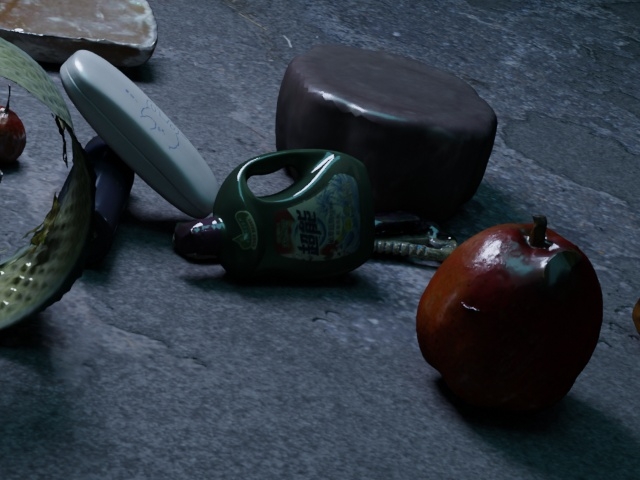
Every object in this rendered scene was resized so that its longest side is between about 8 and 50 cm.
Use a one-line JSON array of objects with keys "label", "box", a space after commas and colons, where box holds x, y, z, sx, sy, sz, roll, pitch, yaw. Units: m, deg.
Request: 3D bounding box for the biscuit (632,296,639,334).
[{"label": "biscuit", "box": [0.564, 0.122, 1.647, 0.342, 0.166, 0.395, 5, 23, -24]}]

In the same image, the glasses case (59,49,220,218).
[{"label": "glasses case", "box": [-0.198, -0.117, 1.734, 0.233, 0.059, 0.092, 47, 16, -15]}]

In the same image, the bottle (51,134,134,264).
[{"label": "bottle", "box": [-0.250, -0.051, 1.715, 0.082, 0.072, 0.244, -27, 20, 13]}]

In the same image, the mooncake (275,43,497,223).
[{"label": "mooncake", "box": [0.081, -0.136, 1.986, 0.306, 0.154, 0.306, 11, 24, -5]}]

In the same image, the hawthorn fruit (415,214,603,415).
[{"label": "hawthorn fruit", "box": [0.188, 0.064, 1.526, 0.185, 0.202, 0.185, 10, 32, -6]}]

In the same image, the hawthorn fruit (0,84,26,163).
[{"label": "hawthorn fruit", "box": [-0.366, -0.135, 1.803, 0.066, 0.103, 0.067, 21, 36, -16]}]

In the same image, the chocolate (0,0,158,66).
[{"label": "chocolate", "box": [-0.363, -0.297, 2.205, 0.254, 0.080, 0.157, 3, 40, -19]}]

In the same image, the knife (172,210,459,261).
[{"label": "knife", "box": [0.001, -0.006, 1.784, 0.365, 0.043, 0.089, 0, 25, -28]}]

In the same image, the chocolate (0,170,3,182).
[{"label": "chocolate", "box": [-0.428, -0.126, 1.773, 0.065, 0.102, 0.329, 32, 9, -35]}]

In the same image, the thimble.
[{"label": "thimble", "box": [-0.342, -0.053, 1.427, 0.271, 0.271, 0.150, 6, 22, -17]}]

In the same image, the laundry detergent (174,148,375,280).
[{"label": "laundry detergent", "box": [-0.053, -0.026, 1.691, 0.221, 0.144, 0.078, -4, 0, -25]}]
